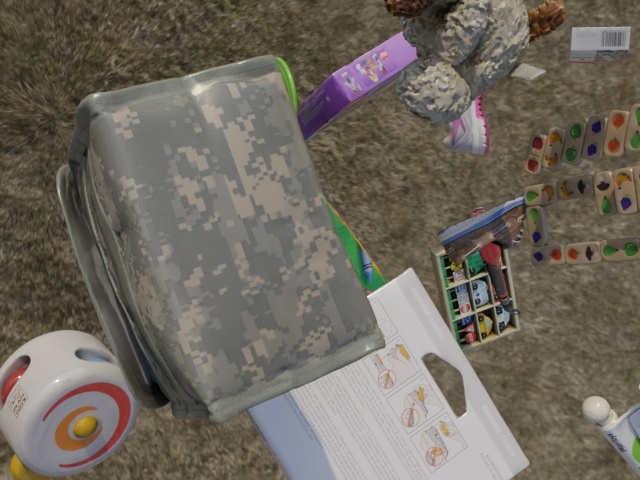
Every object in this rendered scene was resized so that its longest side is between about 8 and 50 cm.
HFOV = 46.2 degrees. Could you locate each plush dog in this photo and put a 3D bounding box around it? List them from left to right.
[{"bbox_3d":[0.163,-0.308,0.919,0.211,0.262,0.225,-21,131,27],"label":"plush dog"}]

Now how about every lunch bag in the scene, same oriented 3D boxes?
[{"bbox_3d":[-0.107,0.015,0.627,0.169,0.287,0.235,-20,88,-25],"label":"lunch bag"}]

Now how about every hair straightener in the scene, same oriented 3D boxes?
[{"bbox_3d":[0.342,0.040,1.467,0.047,0.089,0.230,-23,100,11],"label":"hair straightener"}]

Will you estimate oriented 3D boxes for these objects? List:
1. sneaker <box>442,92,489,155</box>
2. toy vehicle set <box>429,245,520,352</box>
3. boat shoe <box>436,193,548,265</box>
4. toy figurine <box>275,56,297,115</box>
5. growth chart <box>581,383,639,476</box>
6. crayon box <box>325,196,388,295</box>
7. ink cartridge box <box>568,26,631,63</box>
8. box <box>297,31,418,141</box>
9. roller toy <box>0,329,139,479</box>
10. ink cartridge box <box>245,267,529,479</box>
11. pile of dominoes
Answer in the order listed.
[{"bbox_3d":[0.303,-0.307,1.648,0.111,0.103,0.252,-5,91,18],"label":"sneaker"},{"bbox_3d":[0.350,0.114,1.686,0.166,0.035,0.266,-20,115,-9],"label":"toy vehicle set"},{"bbox_3d":[0.271,-0.019,1.131,0.183,0.066,0.066,-25,86,6],"label":"boat shoe"},{"bbox_3d":[-0.134,-0.194,1.178,0.159,0.130,0.173,-12,130,-21],"label":"toy figurine"},{"bbox_3d":[0.268,0.085,0.408,0.237,0.021,0.172,-33,118,32],"label":"growth chart"},{"bbox_3d":[0.000,0.000,1.119,0.081,0.165,0.278,-38,118,-1],"label":"crayon box"},{"bbox_3d":[0.326,-0.226,0.886,0.063,0.115,0.029,4,93,16],"label":"ink cartridge box"},{"bbox_3d":[0.097,-0.291,1.305,0.293,0.201,0.057,-37,94,-27],"label":"box"},{"bbox_3d":[-0.379,0.246,1.120,0.209,0.146,0.191,-26,129,-30],"label":"roller toy"},{"bbox_3d":[0.073,0.224,0.921,0.261,0.066,0.296,-31,91,-17],"label":"ink cartridge box"},{"bbox_3d":[0.354,-0.066,0.977,0.040,0.251,0.195,-7,89,-35],"label":"pile of dominoes"}]
